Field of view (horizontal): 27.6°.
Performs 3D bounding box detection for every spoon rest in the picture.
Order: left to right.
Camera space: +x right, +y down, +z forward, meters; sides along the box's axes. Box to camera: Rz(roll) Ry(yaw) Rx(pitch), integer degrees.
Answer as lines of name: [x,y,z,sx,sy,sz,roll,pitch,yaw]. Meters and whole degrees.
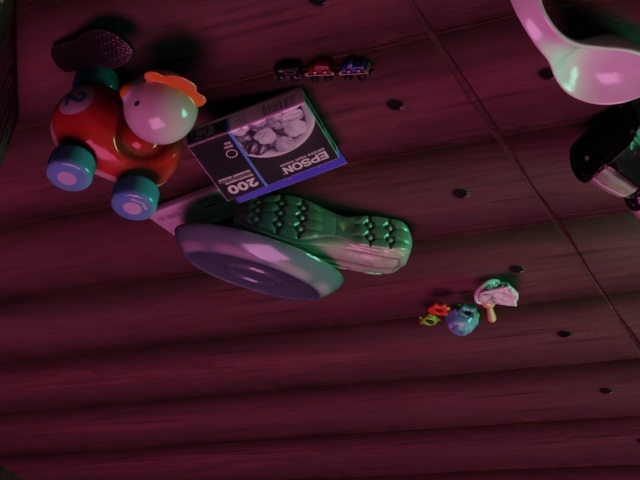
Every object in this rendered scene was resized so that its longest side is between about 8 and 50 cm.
spoon rest: [0.352,-0.264,1.778,0.137,0.084,0.276,-20,136,42]

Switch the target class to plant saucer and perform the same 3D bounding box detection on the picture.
plant saucer: [-0.115,0.047,2.337,0.317,0.044,0.317,15,166,4]

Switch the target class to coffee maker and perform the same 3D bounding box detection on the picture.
coffee maker: [0.492,-0.114,1.942,0.178,0.120,0.171,29,144,-28]

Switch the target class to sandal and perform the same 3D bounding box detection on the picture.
sandal: [-0.346,-0.297,1.997,0.179,0.040,0.067,-1,122,43]

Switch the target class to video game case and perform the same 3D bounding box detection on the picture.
video game case: [-0.195,-0.033,2.396,0.190,0.022,0.173,-18,138,38]

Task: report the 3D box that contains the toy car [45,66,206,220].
toy car: [-0.277,-0.196,1.980,0.210,0.219,0.238,26,138,-22]

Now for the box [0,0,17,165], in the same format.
box: [-0.582,-0.265,2.033,0.191,0.143,0.381,14,147,-3]

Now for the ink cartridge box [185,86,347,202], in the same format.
ink cartridge box: [-0.082,-0.138,2.111,0.206,0.045,0.208,-20,141,13]

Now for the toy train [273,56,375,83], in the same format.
toy train: [0.004,-0.258,1.960,0.158,0.027,0.036,1,137,18]

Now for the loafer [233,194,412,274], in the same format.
loafer: [0.000,0.000,2.299,0.319,0.112,0.111,13,141,-4]

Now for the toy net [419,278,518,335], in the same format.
toy net: [0.286,0.116,2.464,0.122,0.045,0.232,24,145,-16]
